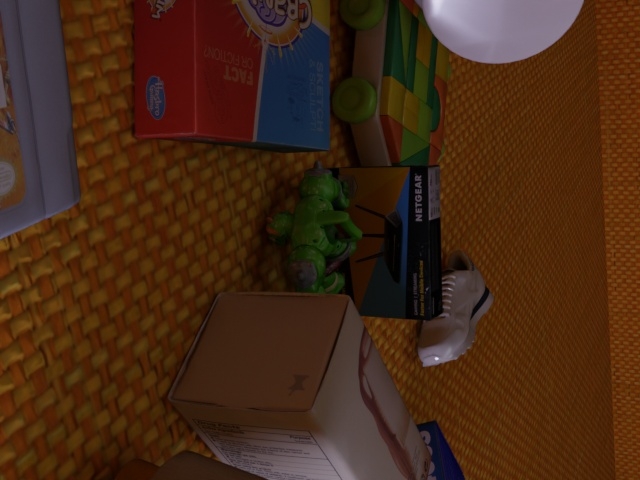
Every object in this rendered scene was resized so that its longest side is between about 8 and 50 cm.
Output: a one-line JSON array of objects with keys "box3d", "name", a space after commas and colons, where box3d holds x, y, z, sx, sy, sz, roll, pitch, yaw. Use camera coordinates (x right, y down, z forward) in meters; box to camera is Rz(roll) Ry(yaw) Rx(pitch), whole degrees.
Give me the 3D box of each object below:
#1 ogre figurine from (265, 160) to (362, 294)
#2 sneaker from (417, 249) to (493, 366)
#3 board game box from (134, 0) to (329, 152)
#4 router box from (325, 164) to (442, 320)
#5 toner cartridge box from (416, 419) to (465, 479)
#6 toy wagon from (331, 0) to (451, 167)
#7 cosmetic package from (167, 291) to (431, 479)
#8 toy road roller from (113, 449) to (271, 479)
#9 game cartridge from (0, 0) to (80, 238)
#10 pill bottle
[{"box3d": [0.000, 0.000, 0.904, 0.197, 0.097, 0.118, -62, 156, -21], "name": "ogre figurine"}, {"box3d": [0.195, 0.107, 1.307, 0.094, 0.090, 0.235, 66, 32, -18], "name": "sneaker"}, {"box3d": [-0.072, -0.246, 0.783, 0.242, 0.064, 0.316, -6, 96, -62], "name": "board game box"}, {"box3d": [0.075, 0.001, 1.002, 0.046, 0.133, 0.178, -15, 104, -62], "name": "router box"}, {"box3d": [0.164, 0.434, 1.120, 0.347, 0.075, 0.165, -93, 159, -46], "name": "toner cartridge box"}, {"box3d": [0.103, -0.170, 1.117, 0.267, 0.068, 0.344, 16, 77, -61], "name": "toy wagon"}, {"box3d": [-0.005, 0.190, 0.845, 0.296, 0.153, 0.129, 64, 37, -43], "name": "cosmetic package"}, {"box3d": [-0.103, 0.353, 0.627, 0.329, 0.203, 0.240, -59, 153, -35], "name": "toy road roller"}, {"box3d": [-0.227, -0.082, 0.445, 0.297, 0.062, 0.198, -47, 141, -67], "name": "game cartridge"}, {"box3d": [0.206, -0.399, 1.025, 0.407, 0.229, 0.229, -84, 157, -46], "name": "pill bottle"}]
